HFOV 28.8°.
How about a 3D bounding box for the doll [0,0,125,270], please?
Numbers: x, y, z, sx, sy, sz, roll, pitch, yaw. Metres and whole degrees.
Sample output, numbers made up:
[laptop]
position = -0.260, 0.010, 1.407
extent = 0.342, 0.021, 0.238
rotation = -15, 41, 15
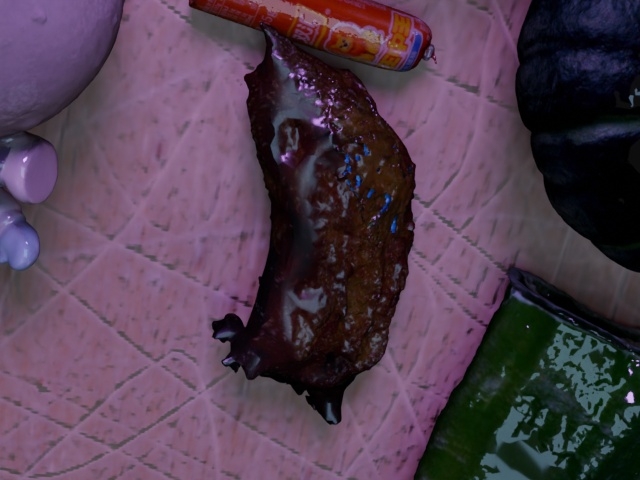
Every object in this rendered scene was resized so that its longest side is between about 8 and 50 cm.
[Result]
[doll]
position = -0.194, -0.049, 0.588
extent = 0.151, 0.151, 0.287
rotation = 21, 119, -15

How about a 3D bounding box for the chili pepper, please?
[chili pepper]
position = 0.110, 0.161, 0.737
extent = 0.136, 0.099, 0.270
rotation = 20, 108, -25

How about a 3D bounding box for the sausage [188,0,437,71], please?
[sausage]
position = 0.000, -0.112, 0.627
extent = 0.129, 0.034, 0.034
rotation = 17, 113, -13

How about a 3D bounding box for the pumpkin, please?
[pumpkin]
position = 0.187, -0.074, 0.601
extent = 0.194, 0.150, 0.194
rotation = -8, 120, -14

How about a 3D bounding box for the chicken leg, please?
[chicken leg]
position = 0.000, 0.000, 0.664
extent = 0.105, 0.063, 0.234
rotation = -4, 118, -26
